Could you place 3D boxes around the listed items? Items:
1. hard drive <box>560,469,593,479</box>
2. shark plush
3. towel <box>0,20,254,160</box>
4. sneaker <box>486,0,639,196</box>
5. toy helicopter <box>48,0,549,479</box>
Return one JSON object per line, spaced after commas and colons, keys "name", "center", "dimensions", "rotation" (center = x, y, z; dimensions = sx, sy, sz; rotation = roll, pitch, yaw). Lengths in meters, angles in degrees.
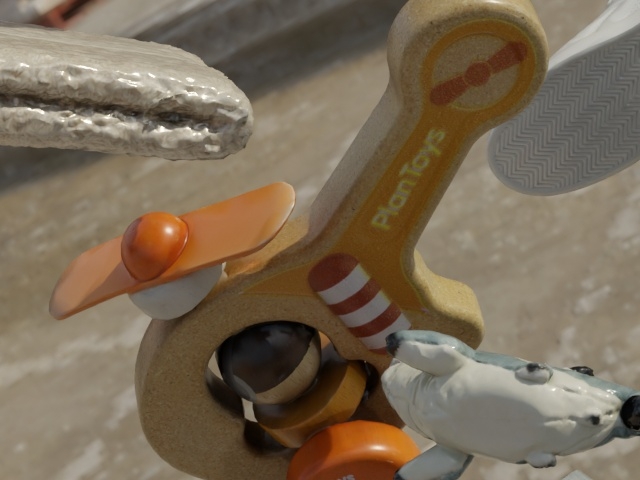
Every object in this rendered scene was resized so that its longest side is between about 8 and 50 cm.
{"name": "hard drive", "center": [0.119, 0.147, 0.583], "dimensions": [0.135, 0.022, 0.094], "rotation": [36, 39, 28]}
{"name": "shark plush", "center": [0.096, 0.060, 0.688], "dimensions": [0.161, 0.073, 0.067], "rotation": [-11, 7, 30]}
{"name": "towel", "center": [-0.179, -0.077, 0.733], "dimensions": [0.282, 0.049, 0.187], "rotation": [7, 11, -14]}
{"name": "sneaker", "center": [0.254, -0.159, 1.303], "dimensions": [0.292, 0.108, 0.169], "rotation": [-39, 15, 13]}
{"name": "toy helicopter", "center": [0.000, 0.000, 0.891], "dimensions": [0.355, 0.235, 0.140], "rotation": [-60, 23, 29]}
